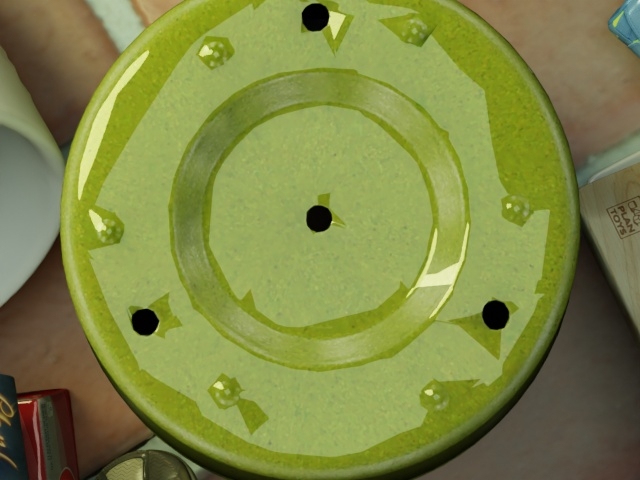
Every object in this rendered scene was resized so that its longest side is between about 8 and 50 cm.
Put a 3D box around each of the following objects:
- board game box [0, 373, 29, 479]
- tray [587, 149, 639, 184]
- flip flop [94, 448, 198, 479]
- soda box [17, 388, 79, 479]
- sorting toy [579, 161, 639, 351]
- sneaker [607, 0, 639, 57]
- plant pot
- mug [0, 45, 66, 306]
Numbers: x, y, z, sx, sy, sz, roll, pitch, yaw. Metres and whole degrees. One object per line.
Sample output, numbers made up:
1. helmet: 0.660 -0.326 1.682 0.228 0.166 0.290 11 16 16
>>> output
1. board game box: -0.253 0.216 0.693 0.042 0.165 0.243 21 120 -37
2. tray: 0.343 -0.042 0.837 0.270 0.030 0.145 -27 85 -1
3. flip flop: -0.117 0.277 0.738 0.112 0.080 0.277 -1 74 19
4. soda box: -0.210 0.241 0.798 0.083 0.092 0.263 -8 87 0
5. sorting toy: 0.333 0.043 0.757 0.255 0.089 0.257 -23 74 0
6. sneaker: 0.300 -0.216 0.818 0.126 0.091 0.240 37 89 2
7. plant pot: 0.000 0.000 0.679 0.366 0.353 0.367 0 88 0
8. mug: -0.384 -0.073 0.736 0.374 0.276 0.328 -45 65 24
